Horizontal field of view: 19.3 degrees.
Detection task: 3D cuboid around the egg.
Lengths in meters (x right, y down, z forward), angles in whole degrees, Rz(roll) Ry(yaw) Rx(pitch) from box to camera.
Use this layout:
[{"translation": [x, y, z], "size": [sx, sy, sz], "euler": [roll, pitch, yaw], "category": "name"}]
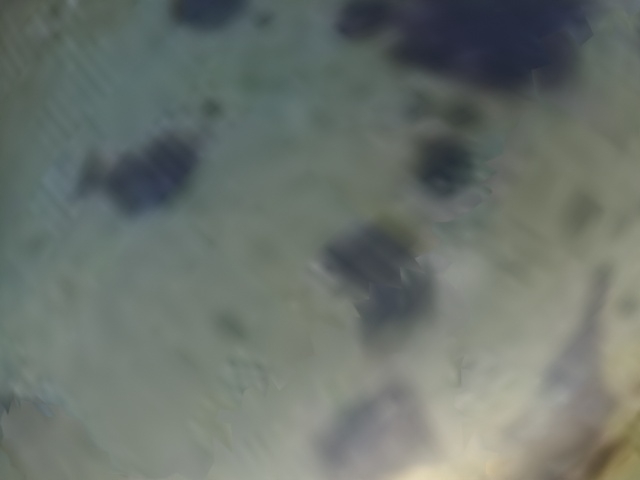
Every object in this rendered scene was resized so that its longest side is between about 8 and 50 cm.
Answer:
[{"translation": [0.000, 0.000, 0.768], "size": [0.345, 0.345, 0.428], "euler": [42, 98, -2], "category": "egg"}]
